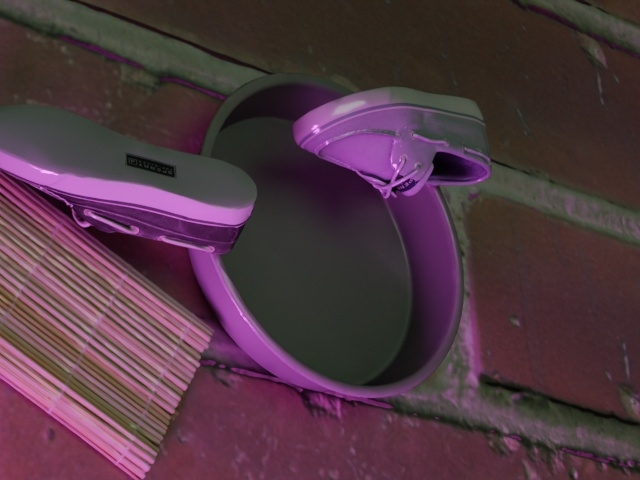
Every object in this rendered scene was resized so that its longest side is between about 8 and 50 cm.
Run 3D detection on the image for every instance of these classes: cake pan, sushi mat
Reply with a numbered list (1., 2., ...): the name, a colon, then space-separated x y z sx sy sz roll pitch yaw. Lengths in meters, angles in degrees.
1. cake pan: 0.000 0.000 1.526 0.293 0.054 0.293 20 57 -35
2. sushi mat: -0.219 0.034 1.331 0.316 0.019 0.151 40 46 -21

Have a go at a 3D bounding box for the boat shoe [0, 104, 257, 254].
1. boat shoe: -0.161 -0.038 1.358 0.219 0.070 0.078 17 38 -12

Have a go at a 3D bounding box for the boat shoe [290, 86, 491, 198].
1. boat shoe: 0.072 -0.079 1.536 0.227 0.079 0.081 -2 66 -47
